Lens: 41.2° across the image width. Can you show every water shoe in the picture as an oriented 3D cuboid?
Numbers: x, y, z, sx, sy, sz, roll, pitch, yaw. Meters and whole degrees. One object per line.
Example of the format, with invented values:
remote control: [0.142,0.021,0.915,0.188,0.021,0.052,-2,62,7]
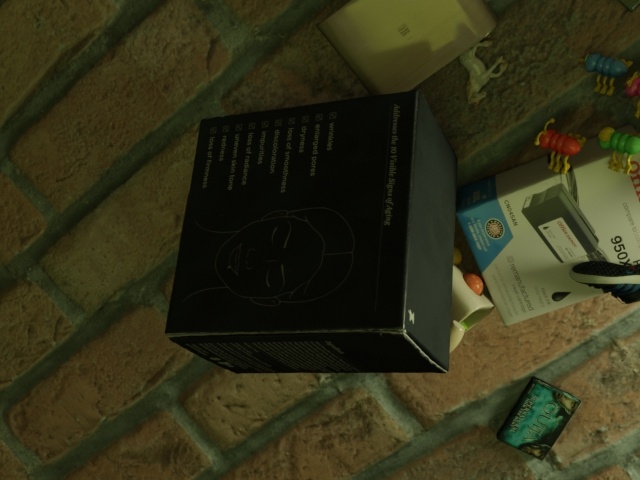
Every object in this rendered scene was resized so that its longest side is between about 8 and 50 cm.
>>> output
water shoe: [0.596,0.092,1.683,0.203,0.073,0.080,3,116,9]

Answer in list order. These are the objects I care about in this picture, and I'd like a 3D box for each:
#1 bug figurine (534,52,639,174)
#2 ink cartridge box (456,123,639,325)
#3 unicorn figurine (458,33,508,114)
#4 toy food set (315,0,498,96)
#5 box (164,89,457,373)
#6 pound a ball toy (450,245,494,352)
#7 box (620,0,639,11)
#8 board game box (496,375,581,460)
bug figurine: [0.550,-0.252,1.642,0.216,0.072,0.279,23,77,39]
ink cartridge box: [0.519,-0.031,1.779,0.395,0.166,0.285,-21,105,18]
unicorn figurine: [0.330,-0.355,1.763,0.111,0.060,0.162,-32,81,18]
toy food set: [0.172,-0.441,1.731,0.306,0.092,0.219,-33,107,23]
box: [0.000,0.000,1.675,0.472,0.297,0.480,-4,66,25]
pound a ball toy: [0.240,0.078,1.788,0.136,0.208,0.319,-45,66,21]
box: [0.617,-0.501,1.664,0.067,0.018,0.083,42,113,-6]
board game box: [0.519,0.426,2.025,0.126,0.026,0.186,25,113,2]
